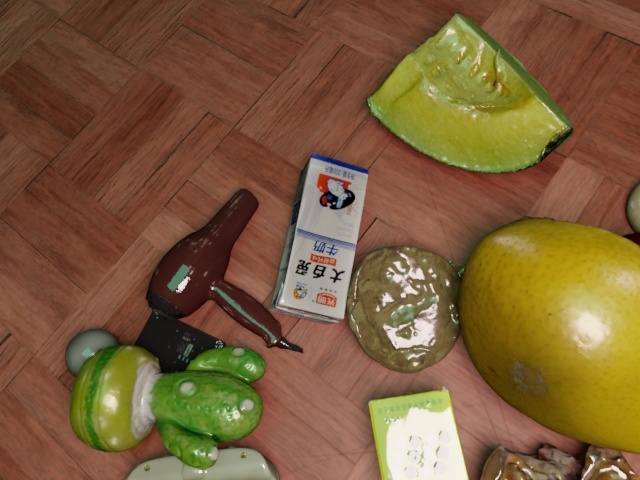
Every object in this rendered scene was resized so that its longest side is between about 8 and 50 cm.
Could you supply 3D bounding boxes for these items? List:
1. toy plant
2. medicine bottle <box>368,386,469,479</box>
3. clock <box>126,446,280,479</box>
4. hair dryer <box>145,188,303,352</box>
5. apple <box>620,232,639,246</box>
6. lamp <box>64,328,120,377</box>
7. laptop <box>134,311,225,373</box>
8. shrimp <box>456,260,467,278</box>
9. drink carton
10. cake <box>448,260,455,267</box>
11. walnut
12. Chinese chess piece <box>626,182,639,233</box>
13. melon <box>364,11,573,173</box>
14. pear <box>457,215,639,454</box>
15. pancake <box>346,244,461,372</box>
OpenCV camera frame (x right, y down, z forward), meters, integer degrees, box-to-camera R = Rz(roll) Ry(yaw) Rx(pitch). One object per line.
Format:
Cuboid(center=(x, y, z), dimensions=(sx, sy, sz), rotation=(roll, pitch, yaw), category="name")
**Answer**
Cuboid(center=(-0.257, 0.284, 0.906), dimensions=(0.316, 0.184, 0.224), rotation=(-1, 42, 8), category="toy plant")
Cuboid(center=(0.168, 0.379, 0.843), dimensions=(0.137, 0.141, 0.250), rotation=(-10, 68, 2), category="medicine bottle")
Cuboid(center=(-0.195, 0.513, 0.821), dimensions=(0.265, 0.108, 0.324), rotation=(-11, 50, 6), category="clock")
Cuboid(center=(-0.143, 0.089, 1.039), dimensions=(0.340, 0.123, 0.312), rotation=(36, 67, 8), category="hair dryer")
Cuboid(center=(0.540, 0.100, 0.849), dimensions=(0.201, 0.218, 0.218), rotation=(33, 77, 6), category="apple")
Cuboid(center=(-0.448, 0.227, 1.016), dimensions=(0.105, 0.105, 0.105), rotation=(-3, 69, 8), category="lamp")
Cuboid(center=(-0.296, 0.230, 1.038), dimensions=(0.180, 0.016, 0.129), rotation=(20, 73, 17), category="laptop")
Cuboid(center=(0.304, 0.090, 0.994), dimensions=(0.083, 0.023, 0.114), rotation=(-17, 62, 6), category="shrimp")
Cuboid(center=(0.000, 0.000, 1.014), dimensions=(0.130, 0.106, 0.315), rotation=(14, 71, -10), category="drink carton")
Cuboid(center=(0.193, 0.058, 1.008), dimensions=(0.140, 0.051, 0.055), rotation=(-20, 66, -1), category="cake")
Cuboid(center=(0.358, 0.414, 0.801), dimensions=(0.238, 0.141, 0.204), rotation=(-3, 80, 2), category="walnut")
Cuboid(center=(0.663, -0.058, 0.976), dimensions=(0.144, 0.058, 0.144), rotation=(-2, 71, 7), category="Chinese chess piece")
Cuboid(center=(0.322, -0.281, 1.037), dimensions=(0.331, 0.226, 0.343), rotation=(-36, 81, -18), category="melon")
Cuboid(center=(0.358, 0.164, 0.765), dimensions=(0.191, 0.340, 0.386), rotation=(-31, 59, -32), category="pear")
Cuboid(center=(0.160, 0.121, 0.956), dimensions=(0.242, 0.050, 0.242), rotation=(0, 90, -11), category="pancake")
